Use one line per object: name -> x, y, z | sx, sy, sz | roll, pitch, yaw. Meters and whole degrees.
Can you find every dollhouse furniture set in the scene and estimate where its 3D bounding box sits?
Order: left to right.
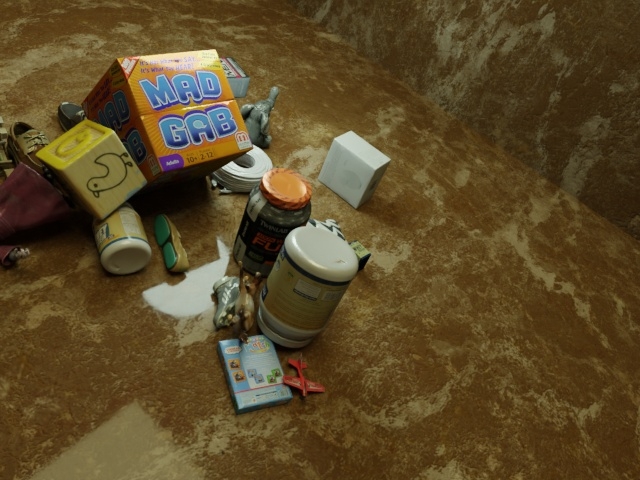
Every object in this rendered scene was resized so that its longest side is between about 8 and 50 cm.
dollhouse furniture set -> -1.032, -0.273, 1.587 | 0.101, 0.161, 0.182 | -14, 54, -36

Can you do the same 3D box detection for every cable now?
cable -> -0.320, -0.299, 2.019 | 0.257, 0.089, 0.257 | -3, 49, -28

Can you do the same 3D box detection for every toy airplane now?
toy airplane -> -0.057, 0.397, 1.469 | 0.151, 0.028, 0.151 | 31, 35, -24

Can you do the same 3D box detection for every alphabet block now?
alphabet block -> -0.673, -0.212, 1.496 | 0.193, 0.197, 0.192 | 23, 60, 37

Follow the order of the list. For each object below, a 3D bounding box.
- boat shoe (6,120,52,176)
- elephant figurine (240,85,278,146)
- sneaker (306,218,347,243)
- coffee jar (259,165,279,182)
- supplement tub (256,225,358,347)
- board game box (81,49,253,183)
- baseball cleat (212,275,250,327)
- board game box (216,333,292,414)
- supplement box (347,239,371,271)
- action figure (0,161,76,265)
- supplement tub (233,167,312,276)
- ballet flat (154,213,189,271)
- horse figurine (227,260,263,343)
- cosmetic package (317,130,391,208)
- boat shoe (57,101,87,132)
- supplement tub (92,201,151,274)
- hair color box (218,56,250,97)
boat shoe -> -0.933, -0.296, 1.636 | 0.324, 0.120, 0.122 | 31, 34, 32
elephant figurine -> -0.272, -0.523, 2.159 | 0.169, 0.239, 0.186 | 4, 46, -23
sneaker -> 0.000, 0.000, 1.865 | 0.235, 0.094, 0.153 | -1, 38, -40
coffee jar -> -0.147, -0.188, 1.951 | 0.184, 0.079, 0.096 | 51, 41, -16
supplement tub -> -0.048, 0.142, 1.505 | 0.228, 0.316, 0.228 | 21, 29, -12
board game box -> -0.517, -0.386, 1.710 | 0.356, 0.356, 0.356 | -25, 97, -42
baseball cleat -> -0.299, 0.186, 1.561 | 0.109, 0.072, 0.206 | 18, 35, 12
board game box -> -0.189, 0.371, 1.432 | 0.160, 0.039, 0.211 | -3, 49, -29
supplement box -> 0.129, 0.060, 1.875 | 0.056, 0.083, 0.083 | -25, 60, -43
action figure -> -0.909, -0.066, 1.418 | 0.370, 0.248, 0.275 | -40, 26, -20
supplement tub -> -0.155, -0.058, 1.665 | 0.207, 0.338, 0.207 | 13, 43, -13
ballet flat -> -0.483, 0.013, 1.646 | 0.073, 0.080, 0.232 | 22, 35, -49
horse figurine -> -0.223, 0.189, 1.489 | 0.066, 0.174, 0.263 | 2, 59, 3
cosmetic package -> 0.140, -0.301, 2.146 | 0.224, 0.224, 0.138 | 39, 43, 14
boat shoe -> -0.832, -0.418, 1.858 | 0.355, 0.130, 0.132 | 39, 43, 15
supplement tub -> -0.609, -0.012, 1.540 | 0.144, 0.144, 0.200 | -7, 51, -32
hair color box -> -0.543, -0.762, 2.370 | 0.374, 0.114, 0.185 | -16, 56, -36
